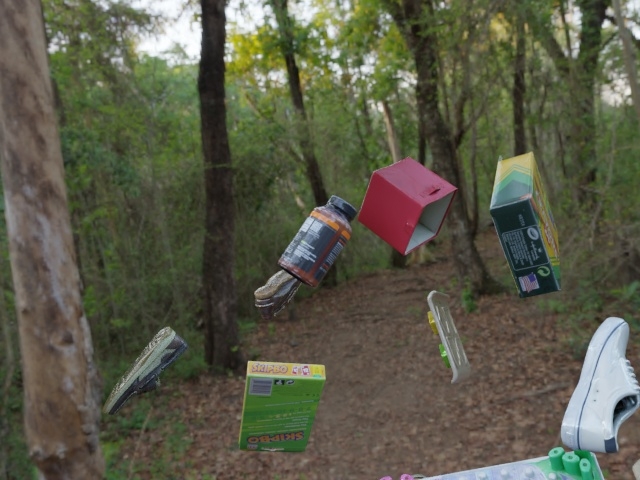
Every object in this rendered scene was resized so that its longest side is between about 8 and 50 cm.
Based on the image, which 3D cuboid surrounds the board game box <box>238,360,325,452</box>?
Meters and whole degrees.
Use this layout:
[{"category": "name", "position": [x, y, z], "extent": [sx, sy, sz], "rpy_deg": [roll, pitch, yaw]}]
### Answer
[{"category": "board game box", "position": [-0.072, 0.293, 1.097], "extent": [0.124, 0.259, 0.039], "rpy_deg": [5, 43, -7]}]

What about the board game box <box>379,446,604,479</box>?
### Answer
[{"category": "board game box", "position": [0.276, 0.503, 0.994], "extent": [0.390, 0.050, 0.390], "rpy_deg": [-16, 29, 14]}]

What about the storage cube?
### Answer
[{"category": "storage cube", "position": [0.255, -0.105, 1.910], "extent": [0.193, 0.215, 0.183], "rpy_deg": [39, 43, 25]}]

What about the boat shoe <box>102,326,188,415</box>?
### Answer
[{"category": "boat shoe", "position": [-0.250, 0.195, 0.917], "extent": [0.152, 0.049, 0.056], "rpy_deg": [-50, 15, 3]}]

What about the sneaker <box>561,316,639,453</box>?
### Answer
[{"category": "sneaker", "position": [0.478, 0.238, 1.046], "extent": [0.091, 0.094, 0.258], "rpy_deg": [8, 51, 38]}]

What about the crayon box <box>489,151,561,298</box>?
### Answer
[{"category": "crayon box", "position": [0.422, -0.050, 1.310], "extent": [0.081, 0.202, 0.318], "rpy_deg": [-16, 20, 25]}]

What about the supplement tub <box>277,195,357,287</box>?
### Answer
[{"category": "supplement tub", "position": [0.000, 0.000, 1.412], "extent": [0.106, 0.198, 0.106], "rpy_deg": [34, -7, 5]}]

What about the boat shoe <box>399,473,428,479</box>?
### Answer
[{"category": "boat shoe", "position": [0.250, 0.918, 2.173], "extent": [0.307, 0.111, 0.104], "rpy_deg": [-40, 8, 11]}]

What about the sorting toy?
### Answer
[{"category": "sorting toy", "position": [0.296, 0.226, 1.493], "extent": [0.038, 0.208, 0.193], "rpy_deg": [-18, -14, 19]}]

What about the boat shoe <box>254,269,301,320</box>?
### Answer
[{"category": "boat shoe", "position": [-0.097, 0.125, 1.548], "extent": [0.073, 0.073, 0.207], "rpy_deg": [-8, 15, 28]}]

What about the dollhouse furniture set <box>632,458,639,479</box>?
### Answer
[{"category": "dollhouse furniture set", "position": [0.870, 0.465, 1.160], "extent": [0.362, 0.394, 0.256], "rpy_deg": [37, 17, 4]}]
